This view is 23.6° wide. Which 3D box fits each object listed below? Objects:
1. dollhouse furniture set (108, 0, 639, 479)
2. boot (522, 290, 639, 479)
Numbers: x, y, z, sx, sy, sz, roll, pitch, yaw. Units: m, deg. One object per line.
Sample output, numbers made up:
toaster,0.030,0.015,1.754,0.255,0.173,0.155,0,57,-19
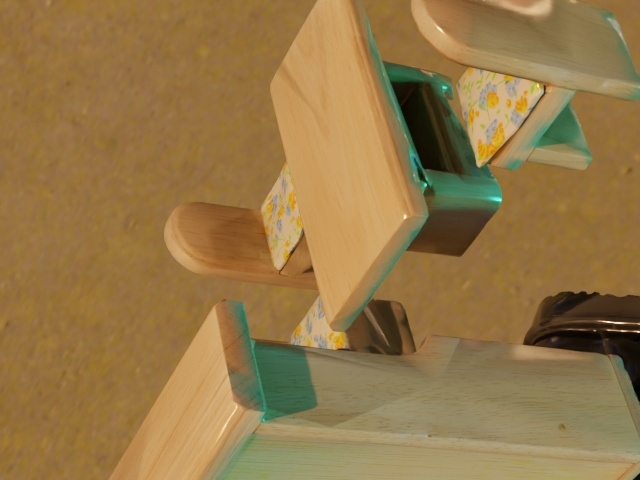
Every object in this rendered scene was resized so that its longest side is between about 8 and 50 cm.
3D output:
dollhouse furniture set,0.000,0.000,0.944,0.256,0.362,0.394,8,47,-26
boot,0.257,0.167,1.059,0.131,0.348,0.260,61,43,-33
